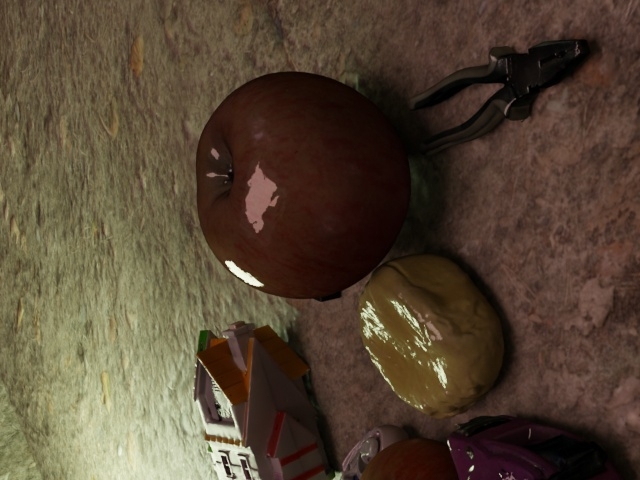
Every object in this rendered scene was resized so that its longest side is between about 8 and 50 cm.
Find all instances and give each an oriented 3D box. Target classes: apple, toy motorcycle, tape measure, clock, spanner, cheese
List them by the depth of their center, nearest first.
[{"bbox_3d":[0.266,0.345,1.290,0.245,0.149,0.231,-5,95,57],"label":"tape measure"},{"bbox_3d":[0.213,-0.183,1.297,0.325,0.040,0.095,-22,81,58],"label":"spanner"},{"bbox_3d":[0.146,0.136,1.441,0.226,0.117,0.214,51,145,29],"label":"cheese"},{"bbox_3d":[-0.041,-0.082,1.456,0.345,0.269,0.344,-27,50,37],"label":"apple"},{"bbox_3d":[0.145,0.383,1.475,0.209,0.164,0.209,32,131,46],"label":"apple"},{"bbox_3d":[0.074,0.366,1.656,0.112,0.113,0.254,57,141,28],"label":"toy motorcycle"},{"bbox_3d":[-0.117,0.288,1.846,0.235,0.166,0.309,-9,100,57],"label":"clock"}]

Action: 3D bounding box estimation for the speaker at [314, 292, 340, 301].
[{"bbox_3d":[0.000,0.000,1.682,0.046,0.040,0.191,19,116,56],"label":"speaker"}]
